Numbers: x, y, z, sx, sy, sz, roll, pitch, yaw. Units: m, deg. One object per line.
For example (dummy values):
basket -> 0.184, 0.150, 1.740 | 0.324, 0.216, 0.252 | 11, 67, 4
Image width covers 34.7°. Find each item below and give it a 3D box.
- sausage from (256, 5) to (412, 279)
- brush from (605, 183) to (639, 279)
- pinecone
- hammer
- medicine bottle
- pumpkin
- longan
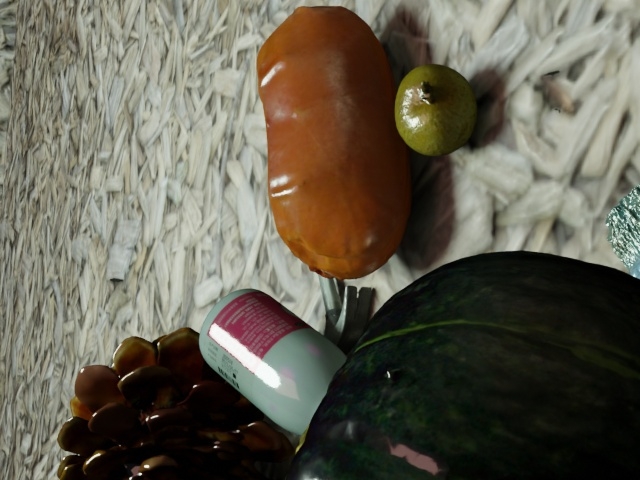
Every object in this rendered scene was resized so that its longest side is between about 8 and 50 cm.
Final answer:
sausage -> 0.014, -0.090, 0.916 | 0.133, 0.133, 0.258 | -40, 51, 53
brush -> 0.226, 0.050, 0.614 | 0.070, 0.021, 0.196 | -54, 42, 47
pinecone -> -0.141, 0.236, 1.051 | 0.264, 0.264, 0.264 | -16, 72, 60
hammer -> 0.000, 0.000, 1.034 | 0.103, 0.029, 0.246 | -51, 42, 47
medicine bottle -> -0.016, 0.128, 0.936 | 0.217, 0.090, 0.090 | 34, 116, 39
pumpkin -> 0.095, 0.165, 0.558 | 0.323, 0.241, 0.323 | 22, -90, -85
longan -> 0.091, -0.107, 0.825 | 0.075, 0.083, 0.075 | -5, 74, 17
